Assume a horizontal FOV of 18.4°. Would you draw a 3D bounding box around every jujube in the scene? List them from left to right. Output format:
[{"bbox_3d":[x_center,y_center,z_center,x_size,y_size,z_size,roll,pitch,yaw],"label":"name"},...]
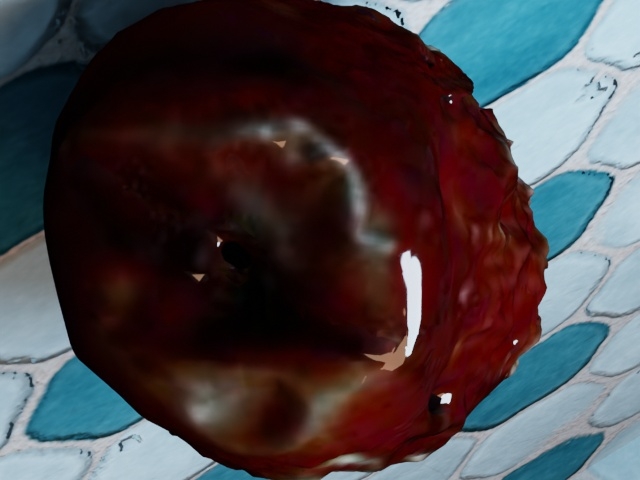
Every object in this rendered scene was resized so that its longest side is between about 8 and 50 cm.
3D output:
[{"bbox_3d":[0.000,0.000,1.061,0.258,0.258,0.377,-42,161,19],"label":"jujube"}]
